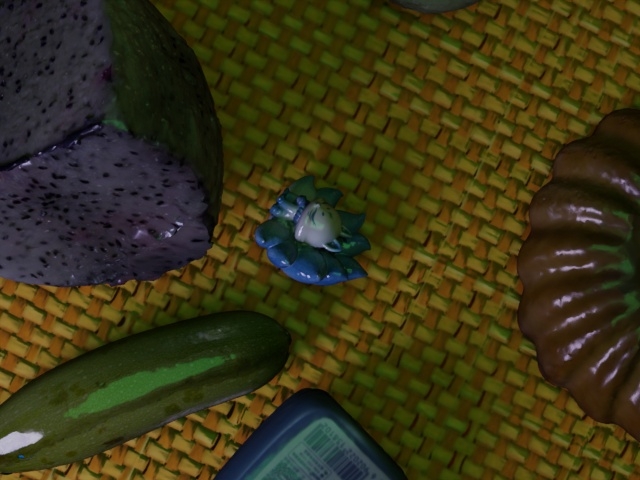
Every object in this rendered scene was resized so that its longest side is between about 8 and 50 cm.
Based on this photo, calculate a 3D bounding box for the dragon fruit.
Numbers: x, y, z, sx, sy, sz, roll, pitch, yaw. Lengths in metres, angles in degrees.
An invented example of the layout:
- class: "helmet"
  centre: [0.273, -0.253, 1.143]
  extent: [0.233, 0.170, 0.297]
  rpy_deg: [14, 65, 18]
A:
- class: "dragon fruit"
  centre: [-0.203, -0.099, 1.660]
  extent: [0.283, 0.204, 0.221]
  rpy_deg: [-22, 56, 32]

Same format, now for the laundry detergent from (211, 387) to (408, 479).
- class: "laundry detergent"
  centre: [-0.063, 0.269, 1.707]
  extent: [0.290, 0.094, 0.143]
  rpy_deg: [-42, 109, -2]

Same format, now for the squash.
- class: "squash"
  centre: [-0.187, 0.139, 1.701]
  extent: [0.340, 0.094, 0.095]
  rpy_deg: [-20, 89, -4]

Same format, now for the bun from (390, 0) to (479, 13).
- class: "bun"
  centre: [0.096, -0.301, 1.732]
  extent: [0.195, 0.118, 0.195]
  rpy_deg: [0, 89, -8]

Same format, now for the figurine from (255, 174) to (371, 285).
- class: "figurine"
  centre: [0.000, 0.000, 1.727]
  extent: [0.114, 0.079, 0.114]
  rpy_deg: [17, 42, -17]

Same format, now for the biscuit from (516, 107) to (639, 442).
- class: "biscuit"
  centre: [0.336, 0.030, 1.745]
  extent: [0.325, 0.107, 0.326]
  rpy_deg: [0, 91, -3]
